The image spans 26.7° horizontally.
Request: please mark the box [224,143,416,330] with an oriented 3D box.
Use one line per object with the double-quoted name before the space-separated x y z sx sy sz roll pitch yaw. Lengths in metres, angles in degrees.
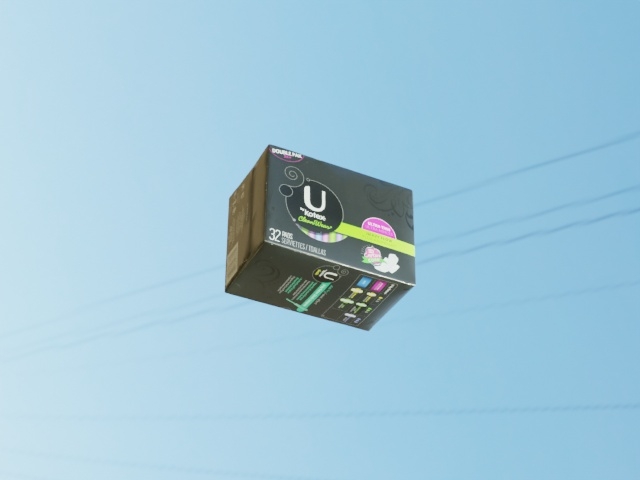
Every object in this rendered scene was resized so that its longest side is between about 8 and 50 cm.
"box" 0.000 0.000 0.678 0.052 0.083 0.062 -50 -148 47
